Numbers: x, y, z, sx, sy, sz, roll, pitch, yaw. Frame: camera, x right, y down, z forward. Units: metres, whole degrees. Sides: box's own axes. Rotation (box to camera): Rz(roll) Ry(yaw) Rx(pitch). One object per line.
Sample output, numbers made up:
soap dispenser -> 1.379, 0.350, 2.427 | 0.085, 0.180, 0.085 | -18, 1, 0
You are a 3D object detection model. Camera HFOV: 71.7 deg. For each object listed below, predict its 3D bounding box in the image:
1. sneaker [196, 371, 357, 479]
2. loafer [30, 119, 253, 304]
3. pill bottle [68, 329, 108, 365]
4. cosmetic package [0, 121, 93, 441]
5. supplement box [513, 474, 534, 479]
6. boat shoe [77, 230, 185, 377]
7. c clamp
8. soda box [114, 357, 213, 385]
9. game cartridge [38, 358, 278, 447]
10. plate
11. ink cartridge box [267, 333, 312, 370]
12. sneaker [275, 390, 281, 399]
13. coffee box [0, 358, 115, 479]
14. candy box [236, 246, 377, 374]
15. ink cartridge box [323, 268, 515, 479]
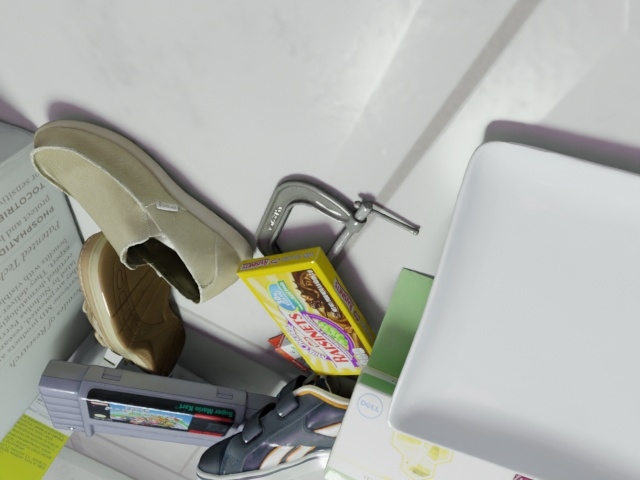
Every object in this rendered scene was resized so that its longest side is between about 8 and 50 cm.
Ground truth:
sneaker -> -0.031, 0.258, 0.633 | 0.321, 0.126, 0.127 | -15, 89, 5
loafer -> -0.199, -0.025, 0.483 | 0.268, 0.092, 0.102 | 35, 139, -11
pill bottle -> -0.559, 0.176, 0.833 | 0.272, 0.152, 0.152 | 26, 140, 0
cosmetic package -> -0.549, 0.056, 0.565 | 0.329, 0.327, 0.394 | 21, 139, 5
supplement box -> 0.237, 0.221, 0.521 | 0.188, 0.104, 0.081 | 14, 138, 13
boat shoe -> -0.287, 0.101, 0.641 | 0.110, 0.122, 0.341 | 17, 140, 8
c clamp -> 0.000, 0.000, 0.466 | 0.137, 0.022, 0.161 | 32, 139, -9
soda box -> -0.305, 0.293, 0.895 | 0.216, 0.069, 0.074 | 36, 138, -13
game cartridge -> -0.268, 0.295, 0.751 | 0.355, 0.068, 0.230 | 14, 144, -14
plate -> 0.221, 0.082, 0.360 | 0.277, 0.045, 0.278 | 16, 112, 11
ink cartridge box -> -0.029, 0.162, 0.647 | 0.063, 0.029, 0.115 | 42, 136, -21
sneaker -> -0.003, 0.255, 0.727 | 0.162, 0.063, 0.073 | -6, 112, 27
coffee box -> -0.737, 0.359, 0.975 | 0.338, 0.334, 0.337 | 41, 136, -21
candy box -> -0.003, 0.094, 0.526 | 0.105, 0.027, 0.206 | -9, 129, 31
ink cartridge box -> 0.120, 0.169, 0.453 | 0.171, 0.056, 0.235 | 21, 103, 12
